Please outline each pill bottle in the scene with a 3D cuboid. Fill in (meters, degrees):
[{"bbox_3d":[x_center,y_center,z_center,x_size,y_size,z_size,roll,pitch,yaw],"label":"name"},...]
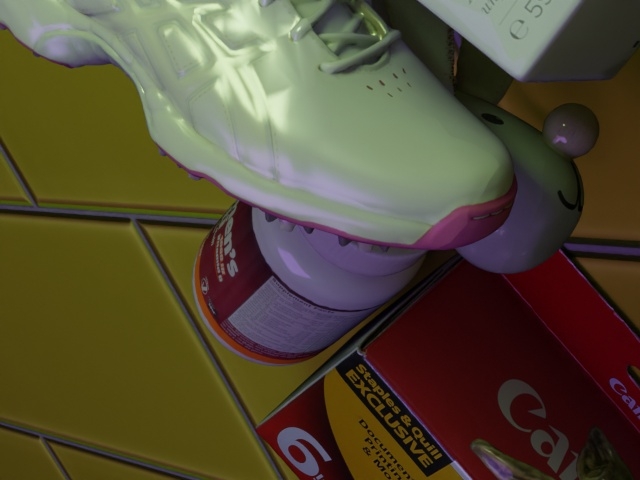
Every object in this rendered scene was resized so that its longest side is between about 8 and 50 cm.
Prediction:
[{"bbox_3d":[0.000,0.000,1.123,0.121,0.121,0.221,48,151,1],"label":"pill bottle"}]

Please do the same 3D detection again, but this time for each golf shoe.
[{"bbox_3d":[-0.037,-0.109,0.745,0.306,0.115,0.140,33,128,20],"label":"golf shoe"}]

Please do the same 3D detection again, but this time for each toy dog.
[{"bbox_3d":[0.043,-0.159,0.850,0.333,0.220,0.161,46,113,-2],"label":"toy dog"}]

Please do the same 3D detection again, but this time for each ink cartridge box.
[{"bbox_3d":[0.139,0.170,1.127,0.309,0.130,0.272,48,150,2],"label":"ink cartridge box"}]

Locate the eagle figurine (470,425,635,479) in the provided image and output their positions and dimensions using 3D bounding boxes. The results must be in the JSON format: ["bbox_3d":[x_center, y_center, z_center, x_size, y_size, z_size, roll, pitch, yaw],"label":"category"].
[{"bbox_3d":[0.260,0.095,0.862,0.226,0.225,0.298,18,126,-27],"label":"eagle figurine"}]

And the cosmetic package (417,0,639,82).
[{"bbox_3d":[0.076,-0.215,0.641,0.225,0.138,0.224,41,109,16],"label":"cosmetic package"}]
